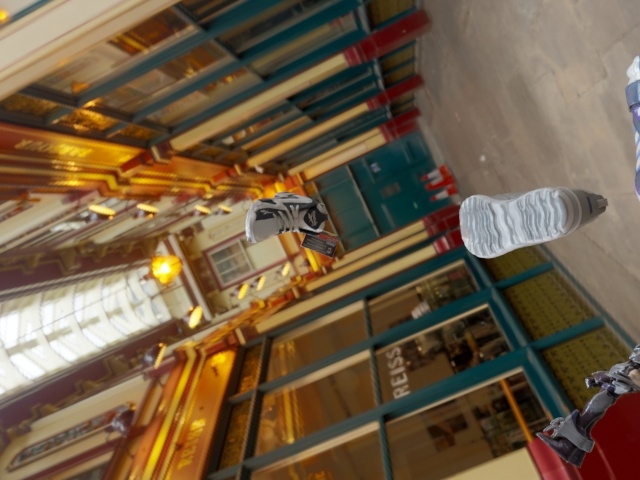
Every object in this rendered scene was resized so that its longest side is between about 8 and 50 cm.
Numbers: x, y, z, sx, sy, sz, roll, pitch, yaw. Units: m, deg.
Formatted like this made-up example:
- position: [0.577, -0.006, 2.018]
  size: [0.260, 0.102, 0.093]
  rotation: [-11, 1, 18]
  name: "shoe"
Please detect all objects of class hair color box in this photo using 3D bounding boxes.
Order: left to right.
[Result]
- position: [0.000, 0.000, 1.793]
  size: [0.093, 0.053, 0.167]
  rotation: [21, -173, -1]
  name: "hair color box"

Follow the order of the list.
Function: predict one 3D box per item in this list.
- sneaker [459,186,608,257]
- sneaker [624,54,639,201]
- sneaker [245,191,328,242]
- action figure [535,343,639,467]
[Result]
- position: [0.329, -0.029, 1.035]
  size: [0.281, 0.115, 0.105]
  rotation: [178, 86, -67]
  name: "sneaker"
- position: [0.562, -0.204, 1.059]
  size: [0.236, 0.130, 0.323]
  rotation: [62, -143, -21]
  name: "sneaker"
- position: [-0.066, -0.052, 1.512]
  size: [0.235, 0.153, 0.094]
  rotation: [-31, -57, -64]
  name: "sneaker"
- position: [0.555, 0.309, 1.268]
  size: [0.099, 0.285, 0.185]
  rotation: [40, 179, 28]
  name: "action figure"
